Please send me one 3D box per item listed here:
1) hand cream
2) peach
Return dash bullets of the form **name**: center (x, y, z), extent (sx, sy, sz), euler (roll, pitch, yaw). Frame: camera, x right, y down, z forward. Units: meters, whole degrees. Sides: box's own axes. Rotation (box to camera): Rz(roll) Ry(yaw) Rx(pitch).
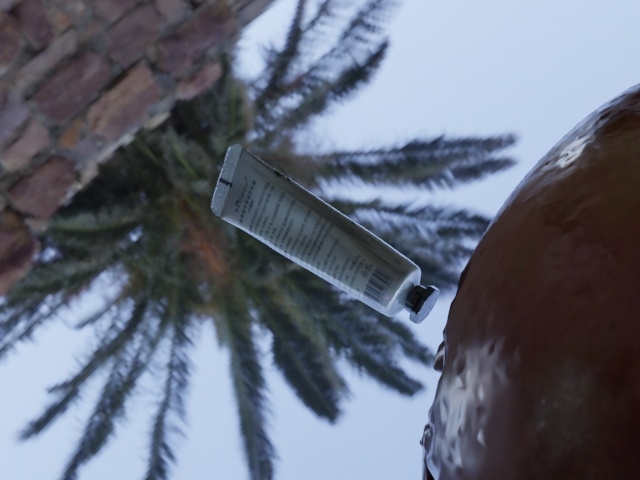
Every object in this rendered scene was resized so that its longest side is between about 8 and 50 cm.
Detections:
- **hand cream**: center (0.000, 0.000, 1.118), extent (0.234, 0.080, 0.050), euler (33, -147, 19)
- **peach**: center (0.229, 0.116, 0.590), extent (0.310, 0.335, 0.406), euler (6, -85, 62)
